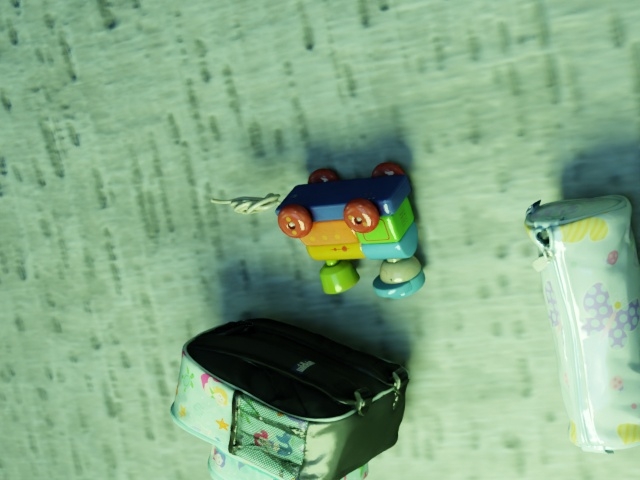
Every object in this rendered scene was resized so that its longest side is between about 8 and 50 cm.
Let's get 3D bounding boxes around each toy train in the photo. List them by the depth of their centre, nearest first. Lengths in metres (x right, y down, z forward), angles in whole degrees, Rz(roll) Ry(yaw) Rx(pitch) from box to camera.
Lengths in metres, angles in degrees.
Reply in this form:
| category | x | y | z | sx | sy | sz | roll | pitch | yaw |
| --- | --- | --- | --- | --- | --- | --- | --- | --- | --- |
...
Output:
| category | x | y | z | sx | sy | sz | roll | pitch | yaw |
| --- | --- | --- | --- | --- | --- | --- | --- | --- | --- |
| toy train | 0.000 | 0.000 | 1.610 | 0.248 | 0.105 | 0.143 | -4 | 119 | 30 |

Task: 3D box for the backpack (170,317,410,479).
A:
| category | x | y | z | sx | sy | sz | roll | pitch | yaw |
| --- | --- | --- | --- | --- | --- | --- | --- | --- | --- |
| backpack | -0.047 | 0.198 | 1.627 | 0.253 | 0.225 | 0.191 | 25 | 113 | 24 |

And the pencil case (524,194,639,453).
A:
| category | x | y | z | sx | sy | sz | roll | pitch | yaw |
| --- | --- | --- | --- | --- | --- | --- | --- | --- | --- |
| pencil case | 0.295 | 0.086 | 1.453 | 0.113 | 0.124 | 0.273 | -6 | 105 | 31 |
